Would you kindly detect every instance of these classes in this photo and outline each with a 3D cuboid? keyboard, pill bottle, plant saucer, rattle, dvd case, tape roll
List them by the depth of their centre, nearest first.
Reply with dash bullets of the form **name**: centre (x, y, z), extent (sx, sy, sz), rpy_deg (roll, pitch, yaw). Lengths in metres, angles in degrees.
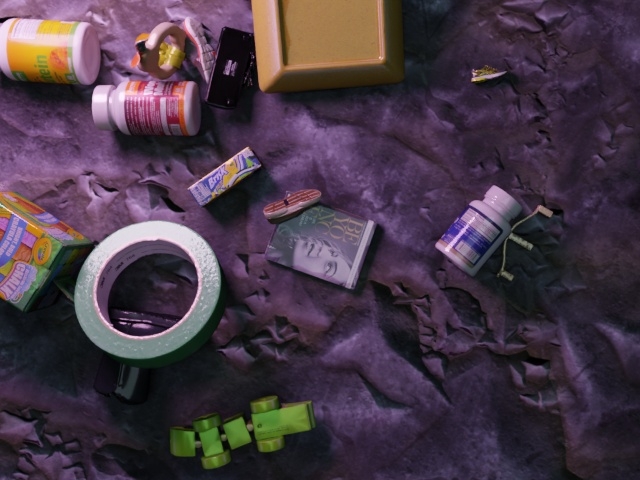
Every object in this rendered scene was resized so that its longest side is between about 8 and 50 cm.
- **rattle**: centre (-0.388, -0.419, 1.617), extent (0.143, 0.199, 0.130), rpy_deg (38, 125, 9)
- **plant saucer**: centre (0.018, -0.493, 1.624), extent (0.332, 0.081, 0.333), rpy_deg (-5, 106, -2)
- **tape roll**: centre (-0.368, 0.114, 1.643), extent (0.321, 0.077, 0.321), rpy_deg (-2, 65, 4)
- **pill bottle**: centre (0.352, -0.023, 1.657), extent (0.112, 0.112, 0.187), rpy_deg (40, 92, 1)
- **pill bottle**: centre (-0.385, -0.295, 1.677), extent (0.221, 0.121, 0.121), rpy_deg (1, 92, 2)
- **pill bottle**: centre (-0.631, -0.422, 1.677), extent (0.245, 0.136, 0.136), rpy_deg (4, 92, 3)
- **keyboard**: centre (-0.197, -0.383, 1.706), extent (0.100, 0.038, 0.192), rpy_deg (14, 81, -8)
- **dvd case**: centre (0.000, 0.000, 1.720), extent (0.221, 0.018, 0.164), rpy_deg (20, 92, 2)

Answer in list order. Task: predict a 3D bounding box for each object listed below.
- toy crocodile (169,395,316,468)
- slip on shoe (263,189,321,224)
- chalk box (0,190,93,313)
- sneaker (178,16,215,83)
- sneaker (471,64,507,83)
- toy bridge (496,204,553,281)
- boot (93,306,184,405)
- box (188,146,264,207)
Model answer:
- **toy crocodile**: centre (-0.178, 0.428, 1.705), extent (0.340, 0.105, 0.115), rpy_deg (-15, 90, -2)
- **slip on shoe**: centre (-0.059, -0.074, 1.693), extent (0.135, 0.051, 0.041), rpy_deg (-23, 128, -4)
- **chalk box**: centre (-0.641, 0.038, 1.670), extent (0.289, 0.180, 0.179), rpy_deg (32, 93, 0)
- **sneaker**: centre (-0.283, -0.424, 1.711), extent (0.065, 0.061, 0.158), rpy_deg (-20, 90, 30)
- **sneaker**: centre (0.377, -0.378, 1.686), extent (0.083, 0.031, 0.035), rpy_deg (-13, 90, 3)
- **toy bridge**: centre (0.447, 0.002, 1.696), extent (0.063, 0.026, 0.188), rpy_deg (31, 93, 4)
- **boot**: centre (-0.383, 0.269, 1.704), extent (0.246, 0.094, 0.207), rpy_deg (8, 90, 6)
- **box**: centre (-0.213, -0.142, 1.704), extent (0.169, 0.059, 0.054), rpy_deg (-34, 91, 3)
